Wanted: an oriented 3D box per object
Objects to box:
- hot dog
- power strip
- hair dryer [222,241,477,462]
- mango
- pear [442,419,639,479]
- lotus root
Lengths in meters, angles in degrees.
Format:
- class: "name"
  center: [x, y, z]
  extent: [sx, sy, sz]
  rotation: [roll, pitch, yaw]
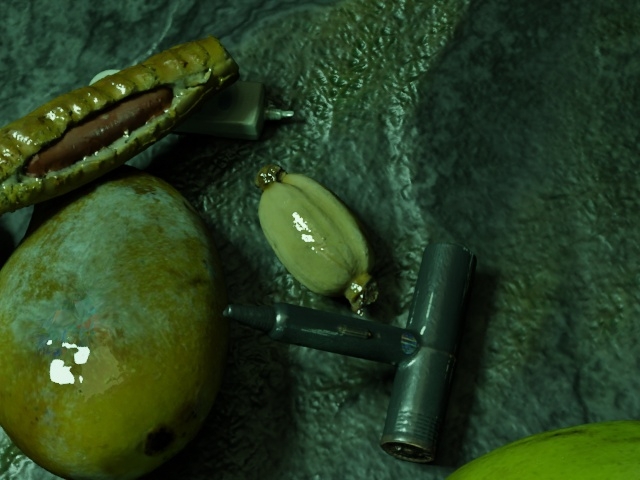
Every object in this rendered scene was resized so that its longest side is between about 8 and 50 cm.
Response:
- class: "hot dog"
  center: [-0.188, -0.090, 1.154]
  extent: [0.289, 0.068, 0.083]
  rotation: [-34, 26, -27]
- class: "power strip"
  center: [-0.116, -0.118, 1.257]
  extent: [0.191, 0.030, 0.047]
  rotation: [6, 64, 9]
- class: "hair dryer"
  center: [0.024, 0.054, 1.095]
  extent: [0.195, 0.050, 0.173]
  rotation: [27, 61, -21]
- class: "mango"
  center: [-0.167, 0.050, 1.118]
  extent: [0.193, 0.146, 0.316]
  rotation: [-13, 42, 2]
- class: "pear"
  center: [0.179, 0.237, 0.921]
  extent: [0.307, 0.253, 0.253]
  rotation: [-27, 63, -10]
- class: "lotus root"
  center: [0.000, 0.000, 1.166]
  extent: [0.073, 0.062, 0.150]
  rotation: [-26, 68, -33]
